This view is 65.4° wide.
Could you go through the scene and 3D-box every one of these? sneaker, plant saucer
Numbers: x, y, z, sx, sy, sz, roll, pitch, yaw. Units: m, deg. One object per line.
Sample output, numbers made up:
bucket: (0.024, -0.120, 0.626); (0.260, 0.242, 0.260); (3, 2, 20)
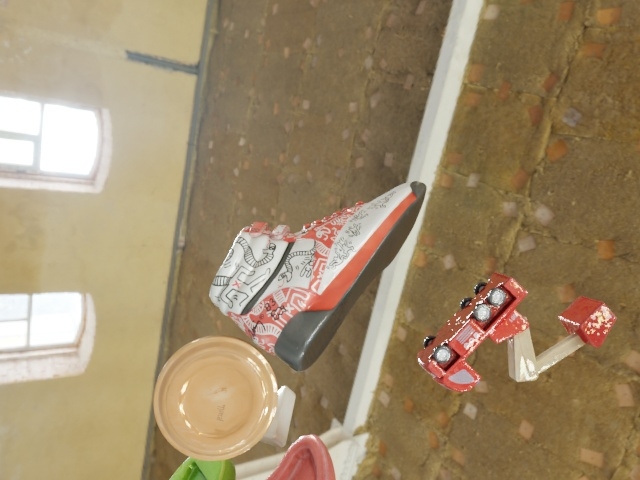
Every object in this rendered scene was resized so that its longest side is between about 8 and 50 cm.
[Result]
sneaker: (0.000, 0.000, 0.558); (0.144, 0.270, 0.090); (30, -28, 20)
plant saucer: (-0.070, 0.107, 0.337); (0.013, 0.083, 0.084); (169, -78, -80)

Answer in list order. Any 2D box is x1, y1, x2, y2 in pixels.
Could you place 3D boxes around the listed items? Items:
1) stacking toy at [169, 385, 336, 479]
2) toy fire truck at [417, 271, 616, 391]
stacking toy: (-0.079, 0.358, 0.597); (0.309, 0.130, 0.279); (-39, -160, 6)
toy fire truck: (0.219, 0.112, 0.567); (0.192, 0.135, 0.047); (-47, -174, 0)
